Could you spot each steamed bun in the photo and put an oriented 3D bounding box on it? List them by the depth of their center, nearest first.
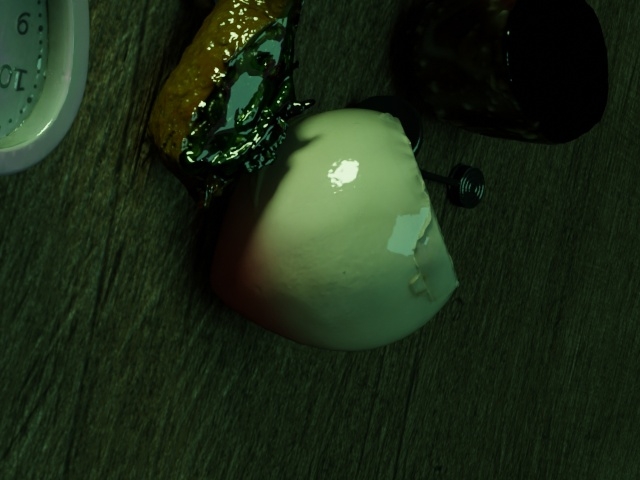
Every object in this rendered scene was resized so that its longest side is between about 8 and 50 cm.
[{"bbox_3d":[0.000,0.000,1.669,0.309,0.309,0.309,-16,111,-51],"label":"steamed bun"}]

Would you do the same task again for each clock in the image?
[{"bbox_3d":[-0.359,-0.200,1.254,0.338,0.102,0.338,-18,113,-50],"label":"clock"}]

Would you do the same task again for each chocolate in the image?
[{"bbox_3d":[0.256,-0.254,1.983,0.340,0.210,0.225,13,80,-55],"label":"chocolate"}]

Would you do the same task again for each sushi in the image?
[{"bbox_3d":[-0.085,-0.168,1.566,0.287,0.140,0.149,-57,140,-9],"label":"sushi"}]

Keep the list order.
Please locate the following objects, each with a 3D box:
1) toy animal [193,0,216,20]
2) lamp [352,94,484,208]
[{"bbox_3d":[-0.158,-0.327,1.528,0.230,0.066,0.224,3,98,-59],"label":"toy animal"},{"bbox_3d":[0.167,-0.099,1.979,0.371,0.109,0.130,32,72,-52],"label":"lamp"}]
